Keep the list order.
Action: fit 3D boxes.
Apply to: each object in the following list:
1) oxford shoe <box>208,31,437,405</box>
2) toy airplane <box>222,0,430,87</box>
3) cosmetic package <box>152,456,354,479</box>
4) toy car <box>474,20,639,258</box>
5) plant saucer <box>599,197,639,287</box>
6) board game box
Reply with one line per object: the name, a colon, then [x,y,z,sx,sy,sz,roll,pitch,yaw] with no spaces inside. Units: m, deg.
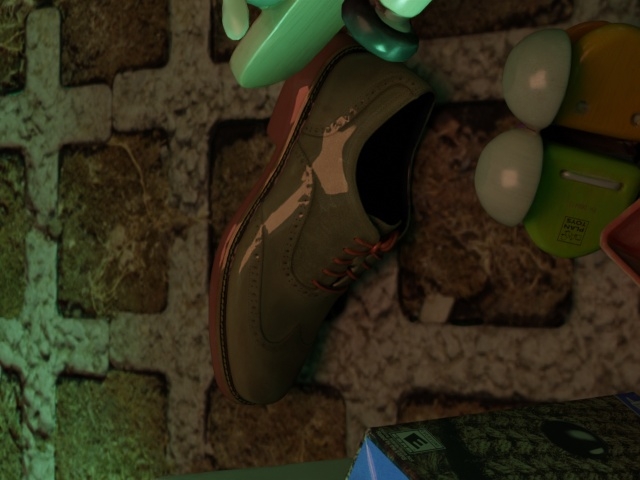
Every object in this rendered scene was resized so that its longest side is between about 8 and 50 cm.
oxford shoe: [0.000,0.000,1.449,0.130,0.123,0.348,27,109,35]
toy airplane: [0.075,-0.298,1.213,0.386,0.384,0.272,-41,80,-12]
cosmetic package: [0.001,0.421,1.292,0.329,0.327,0.394,41,115,36]
toy car: [0.200,-0.080,1.259,0.136,0.159,0.182,-122,45,-72]
plant saucer: [0.361,0.008,1.083,0.258,0.048,0.259,-40,58,-1]
board game box: [0.178,0.238,1.141,0.232,0.291,0.141,42,121,38]
